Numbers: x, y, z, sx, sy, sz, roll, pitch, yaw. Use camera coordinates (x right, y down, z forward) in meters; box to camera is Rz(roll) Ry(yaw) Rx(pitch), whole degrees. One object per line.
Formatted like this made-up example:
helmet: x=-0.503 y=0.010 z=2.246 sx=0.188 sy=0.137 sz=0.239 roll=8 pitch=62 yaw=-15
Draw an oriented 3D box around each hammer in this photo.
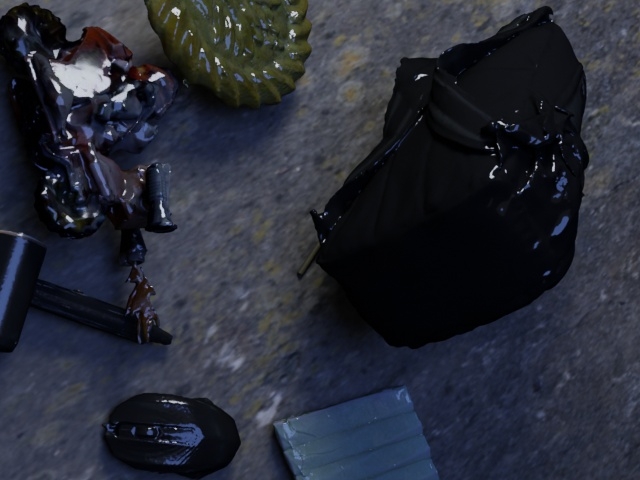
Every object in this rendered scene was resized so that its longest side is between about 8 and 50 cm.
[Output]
hammer: x=0.000 y=0.000 z=1.637 sx=0.035 sy=0.019 sz=0.110 roll=40 pitch=70 yaw=-19

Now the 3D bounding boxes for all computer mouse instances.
computer mouse: x=-0.169 y=0.229 z=1.474 sx=0.172 sy=0.057 sz=0.099 roll=11 pitch=78 yaw=-24

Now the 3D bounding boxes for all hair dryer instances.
hair dryer: x=-0.281 y=0.092 z=1.436 sx=0.255 sy=0.070 sz=0.128 roll=25 pitch=71 yaw=-29

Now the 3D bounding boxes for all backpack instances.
backpack: x=0.182 y=-0.101 z=1.567 sx=0.255 sy=0.363 sz=0.446 roll=45 pitch=41 yaw=-19

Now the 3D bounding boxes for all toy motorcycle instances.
toy motorcycle: x=-0.239 y=-0.085 z=1.436 sx=0.207 sy=0.134 sz=0.401 roll=-6 pitch=73 yaw=-35

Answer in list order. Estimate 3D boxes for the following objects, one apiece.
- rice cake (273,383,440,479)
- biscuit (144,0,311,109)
rice cake: x=0.052 y=0.284 z=1.602 sx=0.198 sy=0.037 sz=0.189 roll=-22 pitch=92 yaw=-30
biscuit: x=-0.092 y=-0.256 z=1.573 sx=0.273 sy=0.036 sz=0.187 roll=-29 pitch=99 yaw=-47
